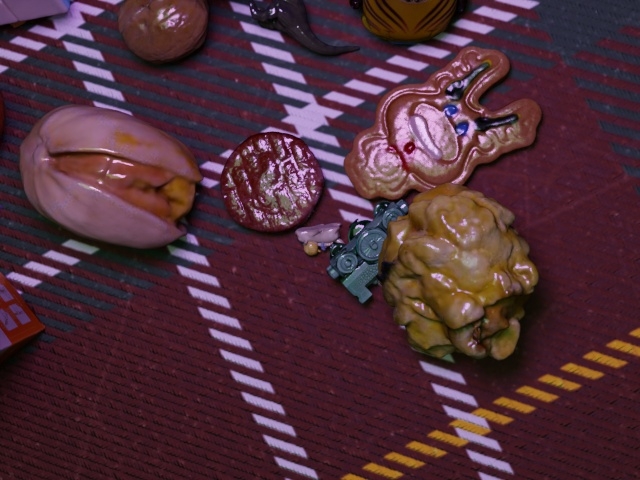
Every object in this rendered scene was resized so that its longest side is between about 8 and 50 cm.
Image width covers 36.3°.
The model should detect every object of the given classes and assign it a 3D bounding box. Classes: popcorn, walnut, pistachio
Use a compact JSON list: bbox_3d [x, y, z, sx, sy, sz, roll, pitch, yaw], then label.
[{"bbox_3d":[0.217,0.058,1.539,0.252,0.215,0.286,18,129,32],"label":"popcorn"},{"bbox_3d":[-0.268,-0.380,1.668,0.166,0.149,0.167,-13,65,29],"label":"walnut"},{"bbox_3d":[-0.356,-0.108,1.641,0.308,0.230,0.230,17,92,-8],"label":"pistachio"}]

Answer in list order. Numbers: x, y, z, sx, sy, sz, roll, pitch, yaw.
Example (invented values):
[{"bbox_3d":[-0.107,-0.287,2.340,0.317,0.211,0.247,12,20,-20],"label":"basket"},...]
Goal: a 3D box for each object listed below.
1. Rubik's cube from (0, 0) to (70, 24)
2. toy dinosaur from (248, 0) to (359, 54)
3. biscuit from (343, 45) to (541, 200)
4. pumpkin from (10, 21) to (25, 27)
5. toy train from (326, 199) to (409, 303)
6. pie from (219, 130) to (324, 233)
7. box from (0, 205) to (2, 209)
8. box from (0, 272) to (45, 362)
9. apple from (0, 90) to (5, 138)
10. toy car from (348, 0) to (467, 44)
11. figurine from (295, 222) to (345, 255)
[{"bbox_3d":[-0.605,-0.543,1.617,0.291,0.292,0.291,-10,71,7],"label":"Rubik's cube"},{"bbox_3d":[-0.025,-0.410,1.655,0.178,0.087,0.187,1,91,10],"label":"toy dinosaur"},{"bbox_3d":[0.195,-0.181,1.637,0.333,0.047,0.202,-29,85,8],"label":"biscuit"},{"bbox_3d":[-0.544,-0.435,1.756,0.074,0.054,0.083,-32,81,2],"label":"pumpkin"},{"bbox_3d":[0.094,0.014,1.633,0.178,0.071,0.104,-43,109,2],"label":"toy train"},{"bbox_3d":[-0.084,-0.099,1.679,0.182,0.049,0.183,0,90,11],"label":"pie"},{"bbox_3d":[-0.633,-0.029,1.773,0.050,0.036,0.117,38,96,8],"label":"box"},{"bbox_3d":[-0.632,0.188,1.619,0.225,0.341,0.143,-40,92,7],"label":"box"},{"bbox_3d":[-0.653,-0.213,1.715,0.201,0.162,0.201,2,65,-5],"label":"apple"},{"bbox_3d":[0.145,-0.435,1.571,0.200,0.142,0.248,-1,110,0],"label":"toy car"},{"bbox_3d":[0.000,0.000,1.669,0.083,0.047,0.051,-7,99,13],"label":"figurine"}]
